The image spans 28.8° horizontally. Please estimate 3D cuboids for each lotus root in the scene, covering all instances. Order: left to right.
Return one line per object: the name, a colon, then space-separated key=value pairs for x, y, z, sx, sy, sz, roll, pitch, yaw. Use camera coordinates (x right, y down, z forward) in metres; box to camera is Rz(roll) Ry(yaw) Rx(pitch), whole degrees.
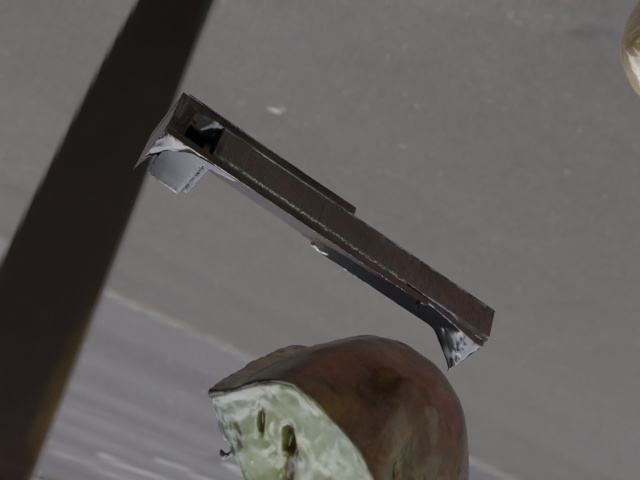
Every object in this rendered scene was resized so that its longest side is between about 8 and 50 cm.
lotus root: x=0.059 y=0.206 z=1.126 sx=0.149 sy=0.267 sz=0.260 roll=-17 pitch=-176 yaw=31

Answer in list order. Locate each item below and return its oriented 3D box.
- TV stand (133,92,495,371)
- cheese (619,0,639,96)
TV stand: x=0.000 y=0.000 z=0.820 sx=0.256 sy=0.040 sz=0.049 roll=34 pitch=133 yaw=-15
cheese: x=0.395 y=-0.236 z=1.240 sx=0.117 sy=0.218 sz=0.235 roll=42 pitch=111 yaw=-8
